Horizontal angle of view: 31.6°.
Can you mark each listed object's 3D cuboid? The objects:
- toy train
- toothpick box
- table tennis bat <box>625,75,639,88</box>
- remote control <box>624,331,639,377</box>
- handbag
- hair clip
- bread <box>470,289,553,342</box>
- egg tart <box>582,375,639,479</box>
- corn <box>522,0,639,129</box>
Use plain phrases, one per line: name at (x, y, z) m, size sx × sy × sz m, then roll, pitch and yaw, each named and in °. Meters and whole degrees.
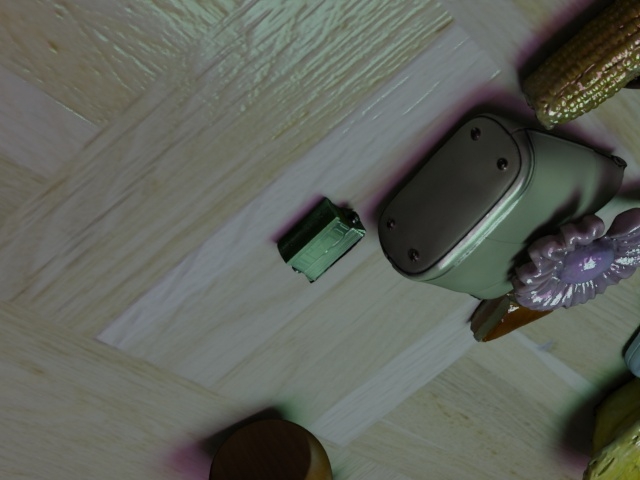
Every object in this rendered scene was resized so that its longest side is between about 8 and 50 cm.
toy train at (0.000, 0.000, 1.189) m, size 0.093 × 0.038 × 0.056 m, roll -42°, pitch 136°, yaw 18°
toothpick box at (-0.030, 0.364, 1.458) m, size 0.192 × 0.192 × 0.294 m, roll -25°, pitch 136°, yaw -3°
table tennis bat at (0.374, -0.227, 1.163) m, size 0.170 × 0.107 × 0.119 m, roll -19°, pitch 108°, yaw -32°
remote control at (0.510, 0.106, 1.586) m, size 0.087 × 0.047 × 0.244 m, roll 2°, pitch 130°, yaw -27°
handbag at (0.217, -0.027, 1.273) m, size 0.241 × 0.109 × 0.315 m, roll -46°, pitch 151°, yaw 23°
hair clip at (0.344, 0.003, 1.294) m, size 0.300 × 0.069 × 0.173 m, roll -21°, pitch 152°, yaw -35°
bread at (0.234, 0.083, 1.407) m, size 0.109 × 0.043 × 0.062 m, roll -26°, pitch 143°, yaw 1°
egg tart at (0.536, 0.291, 1.735) m, size 0.345 × 0.132 × 0.345 m, roll -15°, pitch 139°, yaw -13°
corn at (0.326, -0.211, 1.105) m, size 0.288 × 0.086 × 0.086 m, roll -36°, pitch 140°, yaw 12°
